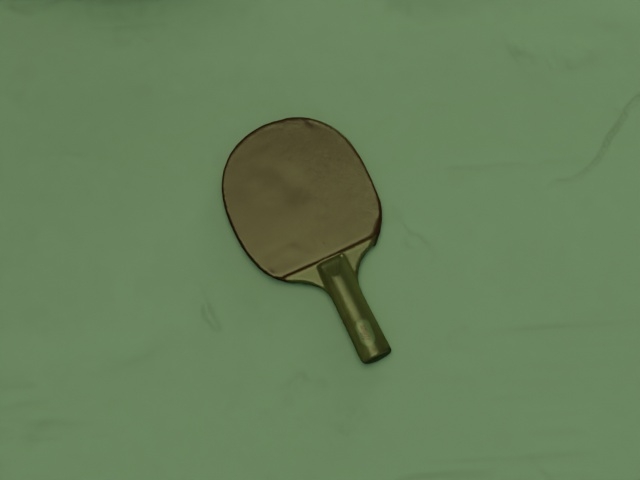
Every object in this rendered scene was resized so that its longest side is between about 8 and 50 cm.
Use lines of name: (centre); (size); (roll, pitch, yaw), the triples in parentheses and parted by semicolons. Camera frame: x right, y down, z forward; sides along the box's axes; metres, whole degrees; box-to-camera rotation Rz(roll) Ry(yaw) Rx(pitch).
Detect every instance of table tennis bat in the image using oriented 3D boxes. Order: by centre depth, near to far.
table tennis bat: (0.000, 0.000, 1.160); (0.087, 0.013, 0.156); (-25, 75, -7)
